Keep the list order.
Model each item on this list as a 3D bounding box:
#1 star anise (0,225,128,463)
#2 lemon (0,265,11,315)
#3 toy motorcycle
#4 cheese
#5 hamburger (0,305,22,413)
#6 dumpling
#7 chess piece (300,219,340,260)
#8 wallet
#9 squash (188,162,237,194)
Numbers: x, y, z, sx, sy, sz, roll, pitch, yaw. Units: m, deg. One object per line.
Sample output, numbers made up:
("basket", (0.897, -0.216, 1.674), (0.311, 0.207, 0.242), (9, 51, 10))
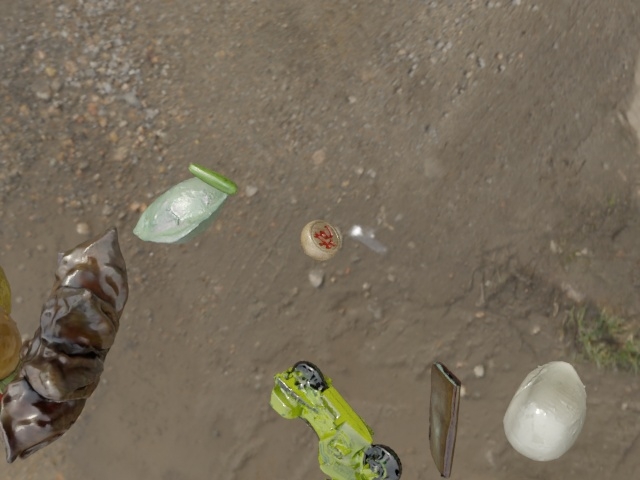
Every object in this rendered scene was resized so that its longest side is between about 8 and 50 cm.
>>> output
("star anise", (-0.320, 0.123, 1.008), (0.108, 0.315, 0.315), (19, 123, -15))
("lemon", (-0.708, 0.132, 1.487), (0.245, 0.245, 0.319), (27, 107, 7))
("toy motorcycle", (0.028, 0.422, 1.738), (0.342, 0.142, 0.206), (46, 122, 19))
("cheese", (0.472, 0.371, 1.671), (0.154, 0.189, 0.198), (34, 137, 20))
("hamburger", (-0.581, 0.170, 1.189), (0.274, 0.274, 0.212), (31, 99, 5))
("dumpling", (-0.264, -0.053, 1.498), (0.217, 0.149, 0.104), (-28, 89, 6))
("chess piece", (0.000, 0.000, 1.574), (0.083, 0.083, 0.038), (48, 138, -6))
("wallet", (0.287, 0.415, 1.869), (0.031, 0.137, 0.255), (-3, 111, -13))
("squash", (-0.176, -0.101, 1.295), (0.089, 0.027, 0.027), (26, 122, 1))
